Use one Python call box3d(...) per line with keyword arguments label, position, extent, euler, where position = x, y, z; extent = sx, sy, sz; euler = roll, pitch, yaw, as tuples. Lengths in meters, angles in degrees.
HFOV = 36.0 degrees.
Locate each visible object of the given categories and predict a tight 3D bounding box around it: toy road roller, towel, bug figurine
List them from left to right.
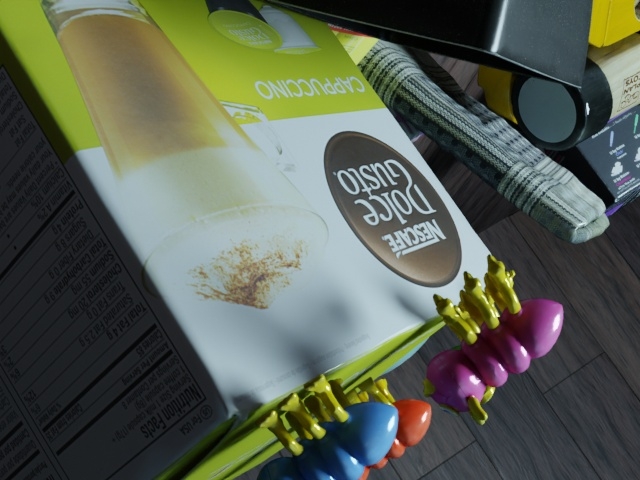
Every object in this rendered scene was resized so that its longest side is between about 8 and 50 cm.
box3d(label="bug figurine", position=(0.059, 0.101, 0.619), extent=(0.216, 0.072, 0.279), euler=(-38, 167, 5))
box3d(label="towel", position=(0.175, -0.114, 1.044), extent=(0.056, 0.312, 0.324), euler=(-53, 166, 14))
box3d(label="toy road roller", position=(0.242, -0.272, 1.008), extent=(0.202, 0.240, 0.330), euler=(-28, 135, -33))

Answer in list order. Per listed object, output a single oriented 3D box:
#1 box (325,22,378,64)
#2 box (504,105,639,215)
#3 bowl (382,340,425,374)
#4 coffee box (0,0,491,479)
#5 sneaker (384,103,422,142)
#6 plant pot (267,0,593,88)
box3d(label="box", position=(-0.032, -0.152, 0.906), extent=(0.087, 0.058, 0.232), euler=(-2, 144, -49))
box3d(label="box", position=(0.419, -0.179, 1.565), extent=(0.143, 0.270, 0.165), euler=(-31, 168, -10))
box3d(label="bowl", position=(0.000, 0.000, 1.136), extent=(0.311, 0.312, 0.163), euler=(-32, 160, -7))
box3d(label="coffee box", position=(-0.134, 0.019, 0.749), extent=(0.338, 0.334, 0.337), euler=(-42, 166, 34))
box3d(label="sneaker", position=(0.078, -0.151, 1.241), extent=(0.104, 0.095, 0.236), euler=(-32, 172, 34))
box3d(label="plant pot", position=(0.100, -0.221, 0.716), extent=(0.188, 0.187, 0.167), euler=(1, 107, -57))
